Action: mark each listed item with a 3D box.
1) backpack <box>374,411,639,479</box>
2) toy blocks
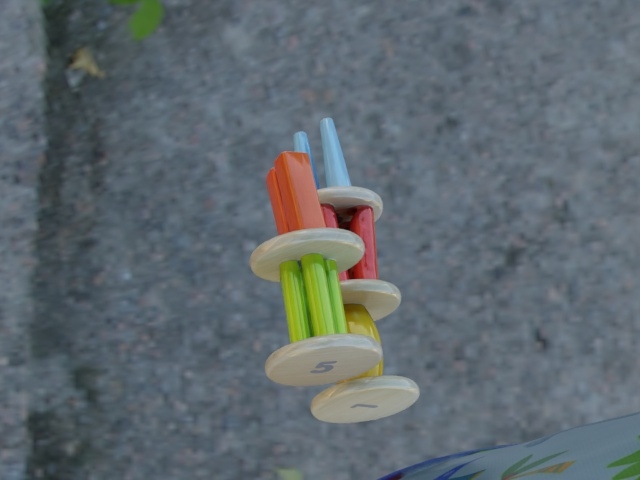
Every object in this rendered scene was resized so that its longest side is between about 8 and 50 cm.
[{"bbox_3d":[0.085,0.150,0.386,0.290,0.355,0.273,-35,81,-25],"label":"backpack"},{"bbox_3d":[0.000,0.000,0.890,0.123,0.054,0.148,50,27,-64],"label":"toy blocks"}]
